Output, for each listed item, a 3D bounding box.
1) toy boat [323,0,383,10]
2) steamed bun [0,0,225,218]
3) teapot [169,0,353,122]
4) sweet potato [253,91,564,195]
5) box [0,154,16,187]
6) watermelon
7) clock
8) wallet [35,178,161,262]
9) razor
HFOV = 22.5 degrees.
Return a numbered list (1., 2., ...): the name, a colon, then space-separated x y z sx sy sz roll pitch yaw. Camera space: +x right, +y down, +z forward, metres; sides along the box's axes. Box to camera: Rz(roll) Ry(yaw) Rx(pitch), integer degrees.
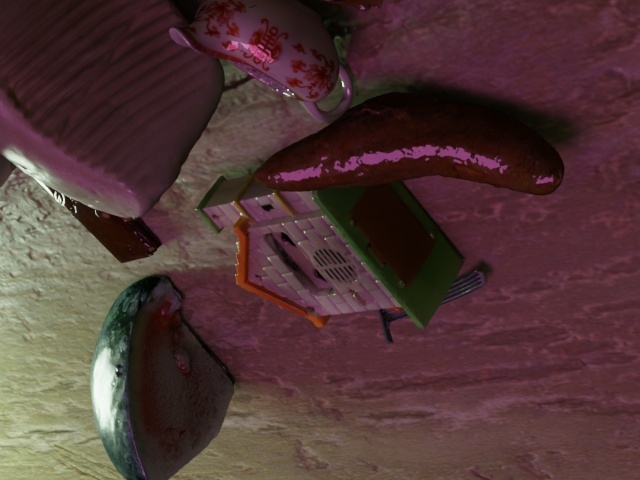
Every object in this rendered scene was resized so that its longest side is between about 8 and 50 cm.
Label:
1. toy boat: -0.005 -0.269 1.623 0.149 0.049 0.047 20 102 7
2. steamed bun: -0.308 -0.205 1.751 0.383 0.247 0.236 42 155 -26
3. teapot: -0.045 -0.198 1.674 0.245 0.116 0.159 33 166 -36
4. sweet potato: 0.094 -0.104 1.697 0.341 0.114 0.092 2 155 21
5. box: -0.501 -0.097 1.970 0.200 0.299 0.106 13 143 23
6. watermelon: -0.216 0.220 2.266 0.213 0.290 0.320 6 135 -17
7. clock: 0.000 0.000 1.911 0.255 0.106 0.220 -8 129 48
8. wallet: -0.296 -0.037 2.138 0.095 0.026 0.176 -15 126 43
9. razor: 0.138 0.070 1.948 0.191 0.037 0.068 -26 76 46
